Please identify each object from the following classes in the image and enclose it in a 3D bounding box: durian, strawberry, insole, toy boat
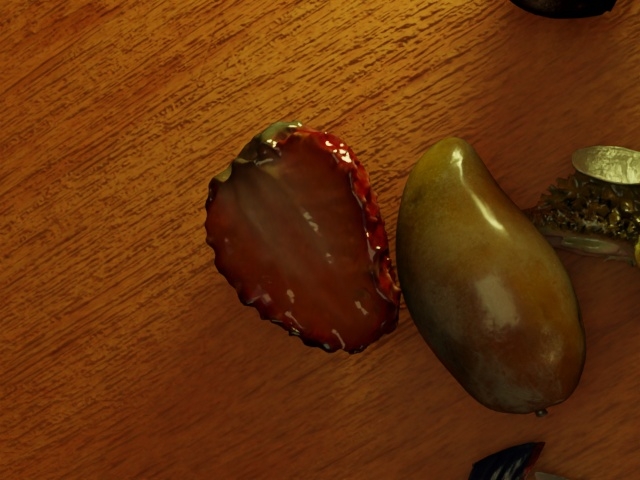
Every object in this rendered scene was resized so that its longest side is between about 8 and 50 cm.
[{"bbox_3d":[0.335,-0.033,1.666,0.224,0.078,0.140,-3,86,13],"label":"durian"},{"bbox_3d":[0.000,0.000,1.706,0.265,0.149,0.336,-44,70,25],"label":"strawberry"},{"bbox_3d":[0.424,-0.094,1.647,0.192,0.010,0.063,5,53,1],"label":"insole"},{"bbox_3d":[0.319,0.375,1.659,0.318,0.072,0.219,-3,89,12],"label":"toy boat"}]

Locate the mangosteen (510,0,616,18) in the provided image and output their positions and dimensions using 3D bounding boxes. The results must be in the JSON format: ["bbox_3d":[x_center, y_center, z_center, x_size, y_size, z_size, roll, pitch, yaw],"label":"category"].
[{"bbox_3d":[0.317,-0.421,1.588,0.233,0.287,0.288,37,97,9],"label":"mangosteen"}]

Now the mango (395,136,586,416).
[{"bbox_3d":[0.210,0.049,1.630,0.198,0.221,0.384,-16,79,-21],"label":"mango"}]

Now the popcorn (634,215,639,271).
[{"bbox_3d":[0.500,0.012,1.521,0.292,0.237,0.293,-2,97,-17],"label":"popcorn"}]
